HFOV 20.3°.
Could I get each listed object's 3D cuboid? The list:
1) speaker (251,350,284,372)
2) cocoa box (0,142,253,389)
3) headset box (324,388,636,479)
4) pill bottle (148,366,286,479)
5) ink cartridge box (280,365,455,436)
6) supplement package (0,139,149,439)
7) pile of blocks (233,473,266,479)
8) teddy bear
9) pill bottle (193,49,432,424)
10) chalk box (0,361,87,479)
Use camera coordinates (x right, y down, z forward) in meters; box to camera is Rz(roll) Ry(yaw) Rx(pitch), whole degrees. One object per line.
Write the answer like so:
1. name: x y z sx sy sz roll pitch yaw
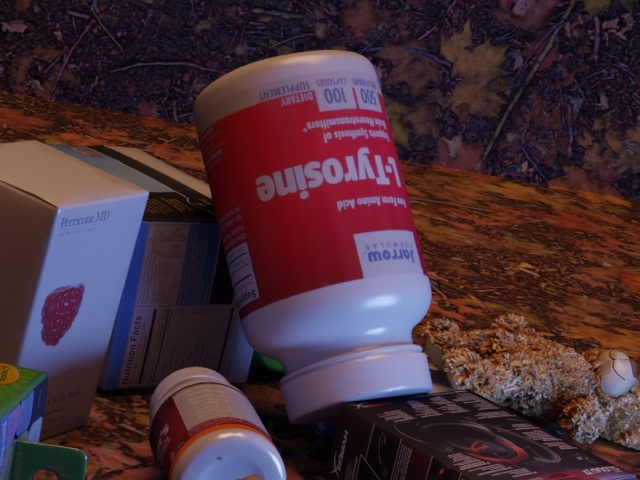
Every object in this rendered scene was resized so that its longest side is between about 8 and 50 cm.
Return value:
1. speaker: -0.127 0.079 2.439 0.131 0.131 0.296 0 17 -40
2. cocoa box: -0.259 0.027 2.317 0.228 0.231 0.347 0 18 -40
3. headset box: 0.184 0.272 1.968 0.218 0.110 0.293 -2 19 -43
4. pill bottle: -0.117 0.219 1.903 0.121 0.121 0.221 8 14 -17
5. ink cartridge box: 0.080 0.203 2.291 0.224 0.045 0.223 8 14 -16
6. supplement package: -0.338 0.057 1.977 0.175 0.293 0.177 24 18 24
7. pile of blocks: -0.074 0.298 1.600 0.149 0.113 0.362 6 18 -19
8. teddy bear: 0.292 0.174 2.351 0.338 0.113 0.245 20 12 -7
9. pill bottle: 0.000 0.000 2.114 0.229 0.408 0.229 -13 -11 -3
10. chalk box: -0.361 0.206 1.629 0.289 0.180 0.179 13 14 7
